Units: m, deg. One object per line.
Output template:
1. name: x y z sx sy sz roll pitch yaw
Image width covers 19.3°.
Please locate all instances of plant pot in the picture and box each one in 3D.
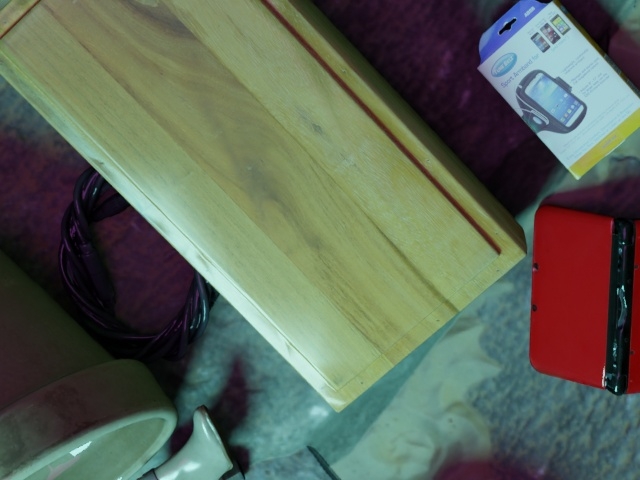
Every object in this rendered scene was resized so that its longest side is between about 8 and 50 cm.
1. plant pot: -0.284 0.123 1.547 0.263 0.263 0.229 -39 77 19

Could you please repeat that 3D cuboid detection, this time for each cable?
1. cable: -0.153 0.019 1.578 0.150 0.047 0.185 23 109 6

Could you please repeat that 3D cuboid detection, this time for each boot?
1. boot: -0.117 0.193 1.596 0.087 0.042 0.118 -22 133 1

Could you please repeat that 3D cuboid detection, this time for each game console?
1. game console: 0.243 0.043 1.513 0.124 0.085 0.144 -5 106 -18

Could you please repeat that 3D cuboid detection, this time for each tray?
1. tray: -0.051 -0.079 1.458 0.203 0.076 0.411 -41 101 14

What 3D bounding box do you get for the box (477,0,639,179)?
1. box: 0.188 -0.125 1.474 0.081 0.028 0.136 -41 90 19
